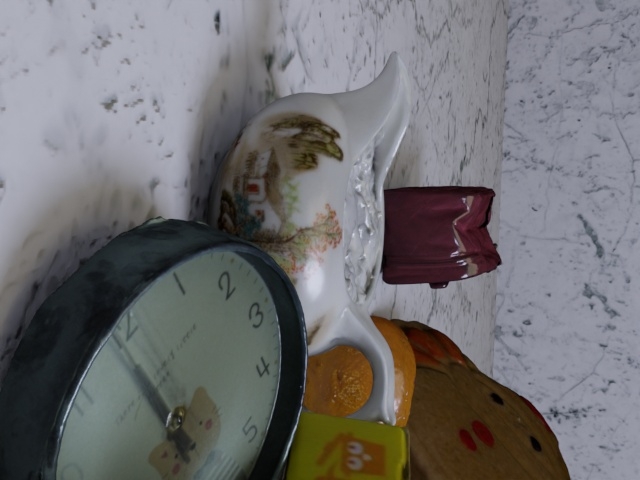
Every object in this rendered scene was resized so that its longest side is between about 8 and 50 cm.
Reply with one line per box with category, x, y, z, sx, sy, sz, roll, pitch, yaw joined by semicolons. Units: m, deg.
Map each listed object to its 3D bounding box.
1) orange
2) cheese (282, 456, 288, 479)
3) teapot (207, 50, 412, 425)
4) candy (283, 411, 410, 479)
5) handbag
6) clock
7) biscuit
orange;0.034;0.137;0.803;0.135;0.118;0.135;12;90;-78
cheese;-0.005;0.277;0.815;0.092;0.048;0.171;-50;139;-57
teapot;0.000;0.000;0.644;0.204;0.139;0.298;6;87;-74
candy;-0.002;0.273;0.613;0.146;0.088;0.276;-84;-176;-53
handbag;0.165;-0.008;1.120;0.225;0.146;0.135;-10;98;-70
clock;-0.084;0.101;0.478;0.226;0.049;0.226;-32;129;-51
biscuit;0.192;0.240;1.010;0.074;0.359;0.381;-48;156;25
